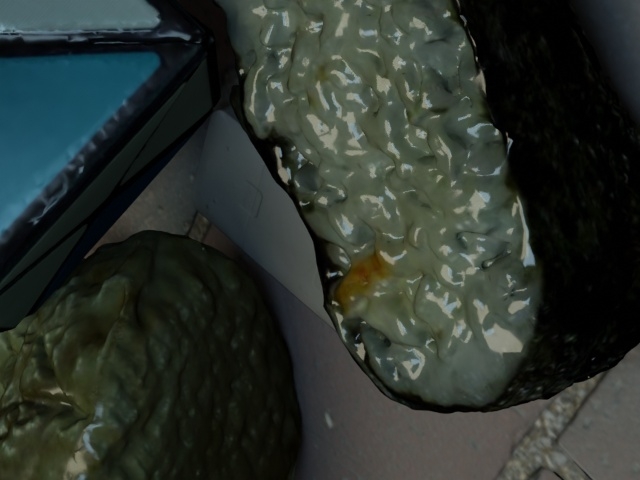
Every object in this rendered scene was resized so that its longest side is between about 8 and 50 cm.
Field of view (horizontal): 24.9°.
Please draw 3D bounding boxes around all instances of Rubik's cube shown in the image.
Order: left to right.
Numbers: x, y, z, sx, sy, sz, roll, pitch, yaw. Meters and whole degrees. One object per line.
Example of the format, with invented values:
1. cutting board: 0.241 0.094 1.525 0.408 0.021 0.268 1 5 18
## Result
1. Rubik's cube: -0.228 -0.105 0.944 0.248 0.250 0.246 42 176 -1

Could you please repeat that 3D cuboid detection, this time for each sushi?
1. sushi: 0.076 -0.070 0.874 0.211 0.171 0.350 -26 89 46

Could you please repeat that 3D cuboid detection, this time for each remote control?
1. remote control: 0.000 0.000 1.081 0.250 0.034 0.103 39 131 27

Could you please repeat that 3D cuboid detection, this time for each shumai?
1. shumai: -0.196 0.157 1.139 0.288 0.330 0.292 6 155 30
